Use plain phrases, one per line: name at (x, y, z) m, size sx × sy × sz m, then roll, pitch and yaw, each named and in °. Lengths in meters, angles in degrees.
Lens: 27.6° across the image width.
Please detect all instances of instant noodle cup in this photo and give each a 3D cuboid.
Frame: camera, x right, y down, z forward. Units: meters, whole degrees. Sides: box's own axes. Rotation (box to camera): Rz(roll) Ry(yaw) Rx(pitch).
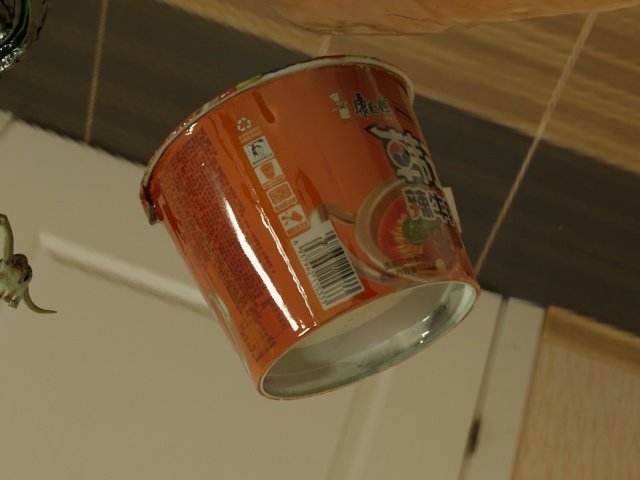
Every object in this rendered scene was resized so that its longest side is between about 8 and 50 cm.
instant noodle cup at (0.000, 0.000, 1.052) m, size 0.250 × 0.192 × 0.250 m, roll -21°, pitch 158°, yaw -9°

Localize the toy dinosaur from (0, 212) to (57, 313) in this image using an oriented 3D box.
toy dinosaur at (-0.280, 0.040, 1.179) m, size 0.037 × 0.058 × 0.180 m, roll 33°, pitch 157°, yaw 12°

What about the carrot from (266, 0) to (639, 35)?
carrot at (0.112, -0.156, 0.473) m, size 0.254 × 0.196 × 0.196 m, roll 15°, pitch 137°, yaw 33°

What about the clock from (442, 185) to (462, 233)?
clock at (0.054, -0.014, 1.590) m, size 0.150 × 0.197 × 0.063 m, roll -11°, pitch 92°, yaw 66°

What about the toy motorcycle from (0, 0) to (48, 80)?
toy motorcycle at (-0.317, -0.148, 0.687) m, size 0.331 × 0.125 × 0.196 m, roll 23°, pitch 128°, yaw -15°
